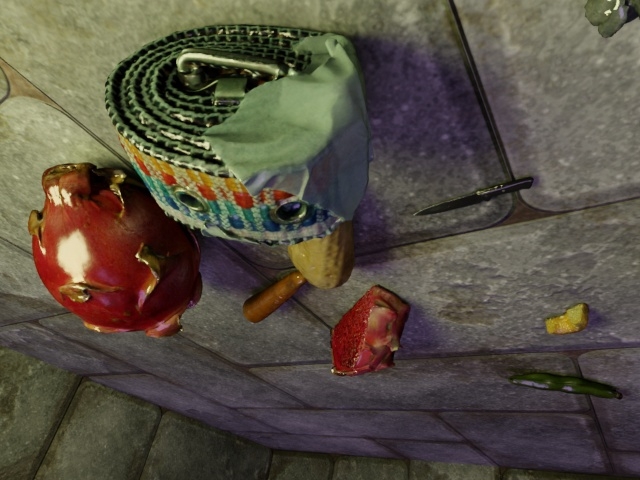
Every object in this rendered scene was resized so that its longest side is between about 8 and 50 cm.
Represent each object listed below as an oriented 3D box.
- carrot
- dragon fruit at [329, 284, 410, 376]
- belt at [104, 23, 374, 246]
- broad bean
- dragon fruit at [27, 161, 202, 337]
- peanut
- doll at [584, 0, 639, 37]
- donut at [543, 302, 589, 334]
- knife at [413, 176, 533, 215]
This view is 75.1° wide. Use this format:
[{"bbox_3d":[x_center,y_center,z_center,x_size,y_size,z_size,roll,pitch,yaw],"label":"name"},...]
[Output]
[{"bbox_3d":[-0.089,0.111,0.872,0.061,0.061,0.210,29,137,-24],"label":"carrot"},{"bbox_3d":[0.106,0.229,0.891,0.126,0.161,0.274,20,143,-9],"label":"dragon fruit"},{"bbox_3d":[-0.073,-0.109,0.418,0.258,0.207,0.150,13,149,11],"label":"belt"},{"bbox_3d":[0.622,0.364,1.048,0.298,0.043,0.060,8,155,2],"label":"broad bean"},{"bbox_3d":[-0.320,0.029,0.674,0.251,0.250,0.314,11,129,0],"label":"dragon fruit"},{"bbox_3d":[0.000,0.000,0.649,0.108,0.095,0.225,2,144,6],"label":"peanut"},{"bbox_3d":[0.372,-0.159,0.236,0.341,0.158,0.246,6,-177,7],"label":"doll"},{"bbox_3d":[0.469,0.155,0.794,0.083,0.037,0.067,-18,139,33],"label":"donut"},{"bbox_3d":[0.209,-0.057,0.586,0.170,0.010,0.023,-15,132,35],"label":"knife"}]
